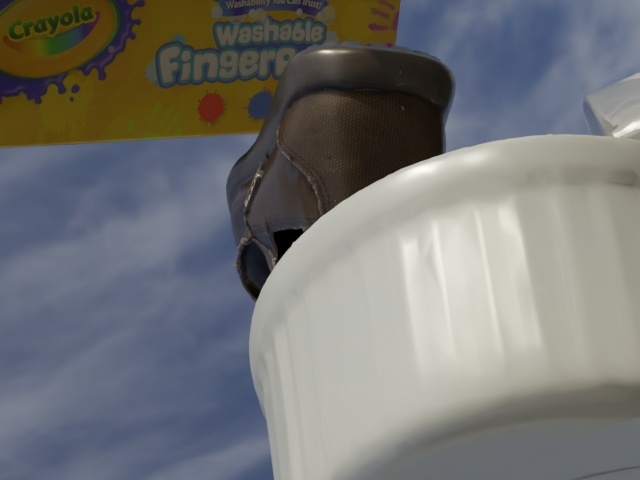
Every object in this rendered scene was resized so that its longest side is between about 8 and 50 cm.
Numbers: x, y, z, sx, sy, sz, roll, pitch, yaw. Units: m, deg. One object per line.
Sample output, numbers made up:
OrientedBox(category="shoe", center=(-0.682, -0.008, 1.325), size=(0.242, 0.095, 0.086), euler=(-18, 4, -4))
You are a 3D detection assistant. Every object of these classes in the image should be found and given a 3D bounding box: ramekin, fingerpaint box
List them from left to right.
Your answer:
OrientedBox(category="fingerpaint box", center=(-0.211, -0.214, 1.560), size=(0.445, 0.371, 0.163), euler=(-7, -68, -37))
OrientedBox(category="ramekin", center=(0.105, 0.095, 0.762), size=(0.277, 0.277, 0.135), euler=(38, -146, -34))

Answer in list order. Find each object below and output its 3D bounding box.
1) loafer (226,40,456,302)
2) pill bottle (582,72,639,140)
OrientedBox(category="loafer", center=(0.000, 0.000, 1.061), size=(0.134, 0.366, 0.130), euler=(6, -110, -2))
OrientedBox(category="pill bottle", center=(0.372, -0.081, 1.072), size=(0.210, 0.363, 0.210), euler=(-20, -90, -84))
